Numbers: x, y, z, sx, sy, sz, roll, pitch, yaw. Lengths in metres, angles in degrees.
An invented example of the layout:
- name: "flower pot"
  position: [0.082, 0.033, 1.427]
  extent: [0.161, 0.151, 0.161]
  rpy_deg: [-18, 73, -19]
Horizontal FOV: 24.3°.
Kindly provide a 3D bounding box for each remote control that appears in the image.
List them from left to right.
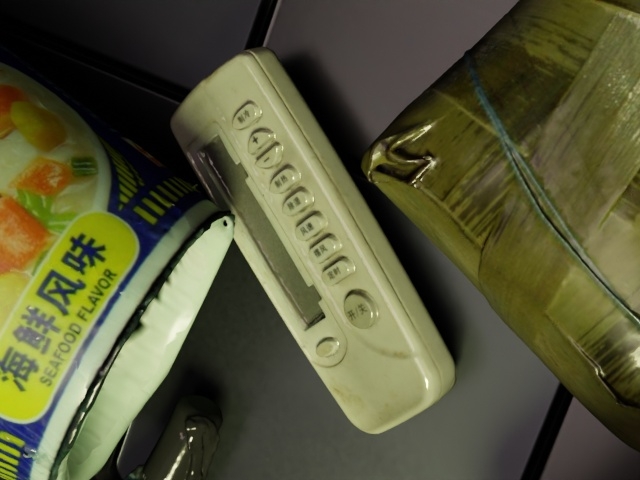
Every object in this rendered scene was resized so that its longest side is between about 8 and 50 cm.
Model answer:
- name: "remote control"
  position: [-0.001, 0.000, 0.870]
  extent: [0.090, 0.049, 0.230]
  rpy_deg: [-36, 83, 47]

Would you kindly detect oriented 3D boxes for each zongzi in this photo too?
- name: "zongzi"
  position: [0.197, -0.047, 0.771]
  extent: [0.274, 0.125, 0.251]
  rpy_deg: [-45, 80, 10]

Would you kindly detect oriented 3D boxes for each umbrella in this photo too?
- name: "umbrella"
  position: [-0.128, 0.205, 0.933]
  extent: [0.053, 0.052, 0.250]
  rpy_deg: [41, 109, 46]

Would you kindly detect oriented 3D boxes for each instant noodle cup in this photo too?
- name: "instant noodle cup"
  position: [-0.229, -0.010, 0.846]
  extent: [0.312, 0.284, 0.284]
  rpy_deg: [30, 103, 5]
